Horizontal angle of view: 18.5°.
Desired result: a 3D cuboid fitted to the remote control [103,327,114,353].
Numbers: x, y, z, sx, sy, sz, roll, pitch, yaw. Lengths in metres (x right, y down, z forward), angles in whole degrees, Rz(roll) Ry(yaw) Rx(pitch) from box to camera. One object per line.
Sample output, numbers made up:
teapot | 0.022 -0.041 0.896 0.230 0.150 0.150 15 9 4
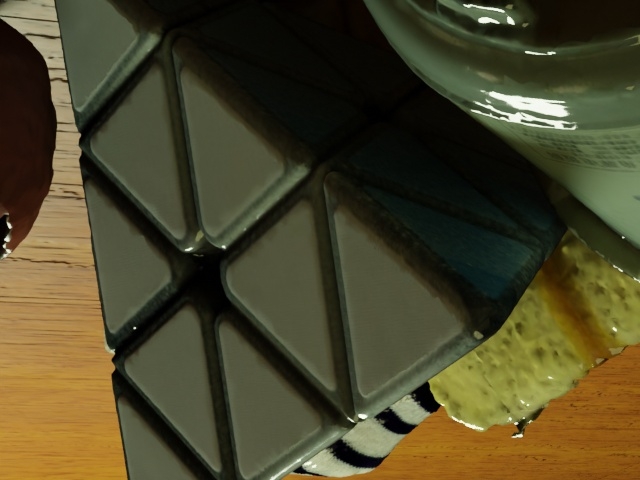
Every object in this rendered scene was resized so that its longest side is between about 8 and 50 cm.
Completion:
remote control | -0.078 0.049 1.465 0.087 0.029 0.190 9 155 -36

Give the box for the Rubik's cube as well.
Rubik's cube | 0.002 0.001 0.897 0.228 0.228 0.233 -4 147 17

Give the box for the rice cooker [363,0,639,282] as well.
rice cooker | 0.165 -0.119 0.756 0.317 0.264 0.316 23 174 3

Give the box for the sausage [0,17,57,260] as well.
sausage | -0.241 -0.066 0.939 0.152 0.152 0.280 -20 154 33

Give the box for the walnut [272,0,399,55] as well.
walnut | -0.023 -0.021 1.069 0.203 0.203 0.297 -2 134 -12

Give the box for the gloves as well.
gloves | -0.021 0.141 1.580 0.219 0.131 0.140 -32 163 12

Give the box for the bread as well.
bread | 0.201 -0.008 1.171 0.236 0.198 0.263 2 153 -43
